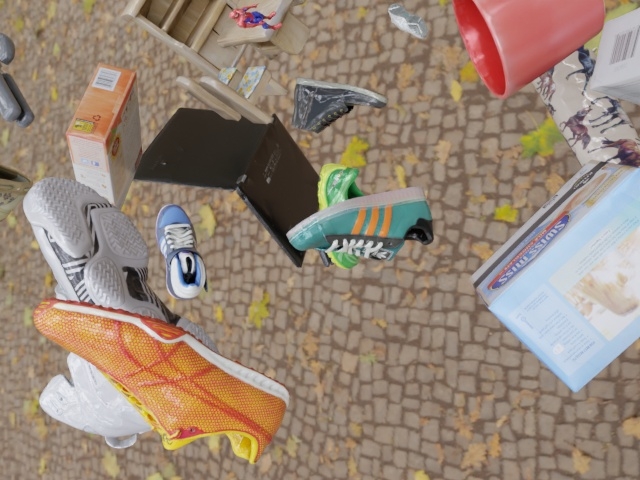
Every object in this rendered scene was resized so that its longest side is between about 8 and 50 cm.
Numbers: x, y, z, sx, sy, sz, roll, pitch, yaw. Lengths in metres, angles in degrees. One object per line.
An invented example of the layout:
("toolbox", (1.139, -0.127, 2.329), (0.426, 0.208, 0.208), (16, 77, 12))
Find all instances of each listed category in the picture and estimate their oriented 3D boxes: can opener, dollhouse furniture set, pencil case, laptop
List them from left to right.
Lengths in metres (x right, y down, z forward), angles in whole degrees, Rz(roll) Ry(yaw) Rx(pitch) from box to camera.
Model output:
("can opener", (-0.724, -0.375, 1.490), (0.093, 0.074, 0.280), (-39, 64, 14))
("dollhouse furniture set", (-0.196, -0.461, 1.311), (0.394, 0.256, 0.362), (20, 80, 57))
("laptop", (-0.216, -0.152, 1.693), (0.236, 0.408, 0.382), (-23, 29, 27))
("can opener", (0.000, 0.000, 2.182), (0.073, 0.059, 0.186), (-25, 94, 52))
("pencil case", (0.709, -0.300, 1.664), (0.183, 0.160, 0.410), (-28, 72, 15))

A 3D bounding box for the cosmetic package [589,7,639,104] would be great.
("cosmetic package", (0.770, -0.330, 1.285), (0.217, 0.385, 0.156), (-154, 78, -80))

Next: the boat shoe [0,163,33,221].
("boat shoe", (-0.576, -0.122, 1.011), (0.089, 0.285, 0.104), (-42, 66, 1))

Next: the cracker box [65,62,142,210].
("cracker box", (-0.363, -0.162, 1.118), (0.232, 0.067, 0.156), (110, 172, -58))

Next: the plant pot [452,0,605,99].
("plant pot", (0.448, -0.480, 1.403), (0.243, 0.275, 0.275), (-25, 66, 6))

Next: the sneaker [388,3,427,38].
("sneaker", (0.269, -0.658, 1.987), (0.053, 0.061, 0.152), (-41, 67, -8))

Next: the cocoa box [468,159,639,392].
("cocoa box", (0.487, 0.055, 1.201), (0.231, 0.228, 0.347), (44, 100, -4))

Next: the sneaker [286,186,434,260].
("sneaker", (0.088, -0.014, 1.227), (0.121, 0.302, 0.108), (70, 156, 11))

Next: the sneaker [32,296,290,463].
("sneaker", (-0.094, 0.087, 0.396), (0.064, 0.175, 0.067), (-8, 53, 60))

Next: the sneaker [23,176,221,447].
("sneaker", (-0.297, 0.111, 0.846), (0.210, 0.137, 0.366), (-31, 99, 21))

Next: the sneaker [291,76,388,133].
("sneaker", (0.042, -0.293, 1.477), (0.222, 0.083, 0.118), (14, 102, 22))

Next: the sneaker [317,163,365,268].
("sneaker", (0.068, -0.050, 1.626), (0.123, 0.109, 0.296), (0, 123, 17))

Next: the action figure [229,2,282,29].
("action figure", (-0.110, -0.370, 1.085), (0.030, 0.115, 0.038), (-25, 87, 39))

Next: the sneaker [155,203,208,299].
("sneaker", (-0.426, 0.024, 2.045), (0.236, 0.130, 0.323), (158, 106, -64))
